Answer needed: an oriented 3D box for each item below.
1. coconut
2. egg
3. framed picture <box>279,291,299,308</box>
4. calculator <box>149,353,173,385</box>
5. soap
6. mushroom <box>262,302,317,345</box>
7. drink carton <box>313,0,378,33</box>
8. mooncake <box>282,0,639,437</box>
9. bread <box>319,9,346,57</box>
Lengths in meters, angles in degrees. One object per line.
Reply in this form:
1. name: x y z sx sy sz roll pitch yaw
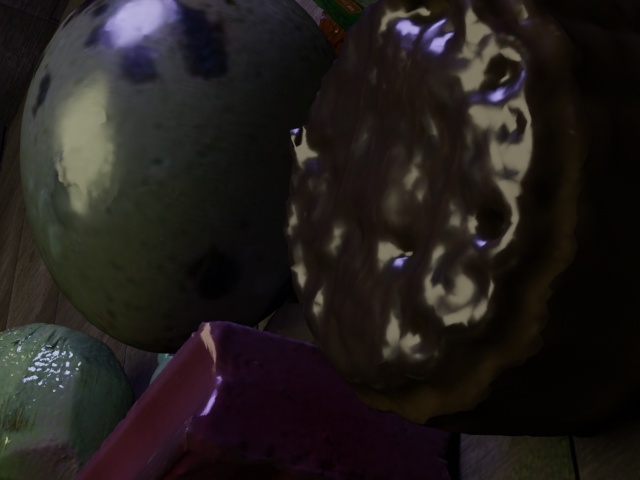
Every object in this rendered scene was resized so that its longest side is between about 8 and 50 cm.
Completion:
1. coconut: -0.416 0.289 1.857 0.328 0.281 0.329 -11 63 23
2. egg: -0.135 -0.086 1.319 0.345 0.345 0.428 -46 37 48
3. framed picture: 0.000 0.000 1.415 0.213 0.016 0.289 -61 24 27
4. calculator: -0.217 0.215 1.764 0.095 0.021 0.153 -48 32 46
5. soap: -0.070 0.228 1.111 0.359 0.232 0.128 -49 30 46
6. mushroom: -0.039 0.161 1.274 0.088 0.097 0.213 36 110 58
7. drink carton: 0.092 -0.274 1.245 0.144 0.146 0.142 0 60 43
8. mooncake: 0.115 -0.027 0.855 0.324 0.187 0.324 -18 68 56
9. bread: 0.062 -0.252 1.408 0.193 0.064 0.193 -40 39 43
